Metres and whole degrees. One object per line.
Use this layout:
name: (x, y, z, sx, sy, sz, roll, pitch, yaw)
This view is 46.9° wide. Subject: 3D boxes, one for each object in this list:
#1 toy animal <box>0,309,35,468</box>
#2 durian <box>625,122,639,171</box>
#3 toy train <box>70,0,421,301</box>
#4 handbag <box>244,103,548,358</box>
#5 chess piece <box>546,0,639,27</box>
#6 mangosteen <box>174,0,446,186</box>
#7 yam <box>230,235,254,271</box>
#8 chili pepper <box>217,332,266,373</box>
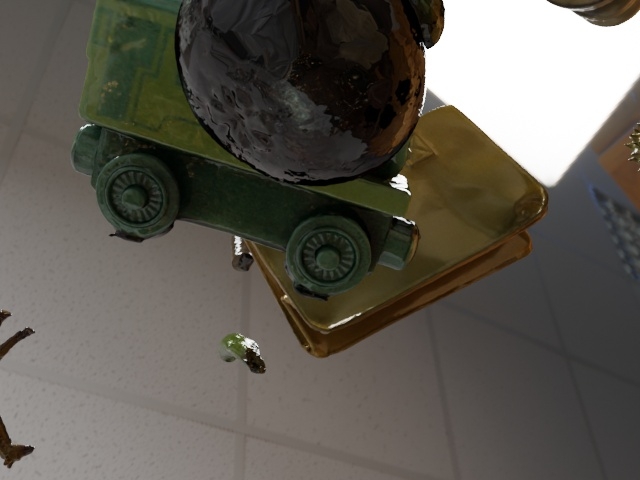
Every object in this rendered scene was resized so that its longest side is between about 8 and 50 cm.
toy animal: (-0.530, 0.227, 1.167, 0.149, 0.054, 0.275, 1, -87, -14)
durian: (0.529, -0.136, 1.009, 0.182, 0.165, 0.132, 35, -135, 16)
toy train: (-0.061, -0.093, 0.748, 0.369, 0.237, 0.150, 17, -164, -1)
handbag: (0.099, -0.030, 1.084, 0.401, 0.133, 0.283, -27, -118, -12)
chess piece: (0.332, -0.309, 0.865, 0.117, 0.117, 0.397, 51, -154, 10)
mangosteen: (-0.010, -0.159, 0.607, 0.216, 0.216, 0.216, 25, -140, -23)
yam: (-0.158, -0.056, 1.459, 0.045, 0.045, 0.327, -7, -142, -3)
chili pepper: (-0.128, 0.171, 1.146, 0.052, 0.202, 0.050, 17, -99, -18)
